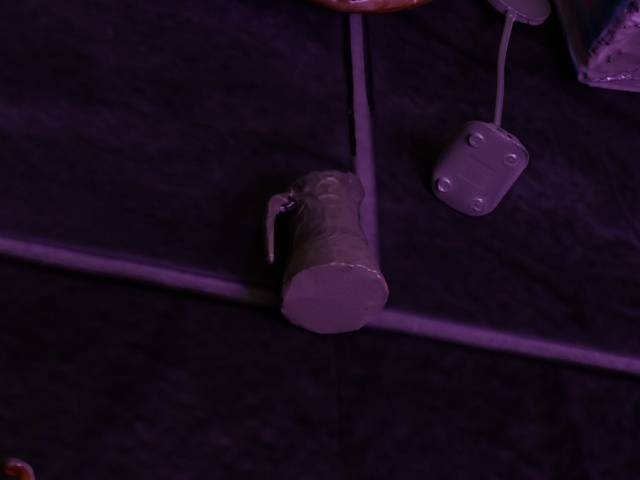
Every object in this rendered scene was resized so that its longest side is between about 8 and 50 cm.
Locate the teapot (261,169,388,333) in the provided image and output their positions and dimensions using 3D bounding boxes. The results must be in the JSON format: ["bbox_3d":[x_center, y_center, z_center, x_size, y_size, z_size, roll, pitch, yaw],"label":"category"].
[{"bbox_3d":[0.000,0.000,0.939,0.067,0.057,0.083,15,47,-22],"label":"teapot"}]

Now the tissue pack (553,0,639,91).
[{"bbox_3d":[0.238,-0.229,1.168,0.201,0.124,0.271,6,57,-28],"label":"tissue pack"}]

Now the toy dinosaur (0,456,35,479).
[{"bbox_3d":[-0.179,0.161,0.751,0.212,0.057,0.142,-30,95,-26],"label":"toy dinosaur"}]

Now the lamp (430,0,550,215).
[{"bbox_3d":[0.103,-0.098,1.076,0.050,0.056,0.198,26,40,-9],"label":"lamp"}]

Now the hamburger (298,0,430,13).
[{"bbox_3d":[0.007,-0.255,1.057,0.243,0.146,0.286,44,51,13],"label":"hamburger"}]
